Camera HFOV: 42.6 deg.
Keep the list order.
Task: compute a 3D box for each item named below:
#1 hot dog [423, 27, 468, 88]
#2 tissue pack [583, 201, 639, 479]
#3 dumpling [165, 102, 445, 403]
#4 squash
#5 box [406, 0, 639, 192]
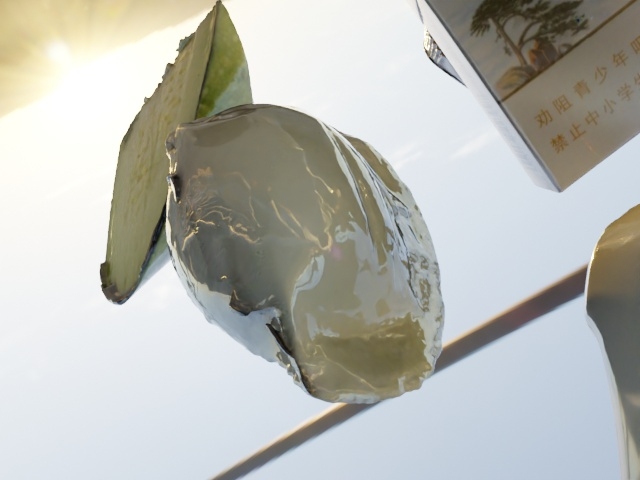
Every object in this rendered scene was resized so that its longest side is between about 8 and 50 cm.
[{"bbox_3d":[0.246,-0.234,1.124,0.131,0.253,0.069,-55,180,-43],"label":"hot dog"},{"bbox_3d":[0.287,0.125,0.419,0.229,0.333,0.236,-2,180,-26],"label":"tissue pack"},{"bbox_3d":[-0.003,0.002,0.628,0.227,0.243,0.175,-4,169,-38],"label":"dumpling"},{"bbox_3d":[-0.155,-0.068,0.762,0.155,0.204,0.237,-21,162,-45],"label":"squash"},{"bbox_3d":[0.168,-0.173,0.626,0.149,0.233,0.067,-38,-169,-1],"label":"box"}]
